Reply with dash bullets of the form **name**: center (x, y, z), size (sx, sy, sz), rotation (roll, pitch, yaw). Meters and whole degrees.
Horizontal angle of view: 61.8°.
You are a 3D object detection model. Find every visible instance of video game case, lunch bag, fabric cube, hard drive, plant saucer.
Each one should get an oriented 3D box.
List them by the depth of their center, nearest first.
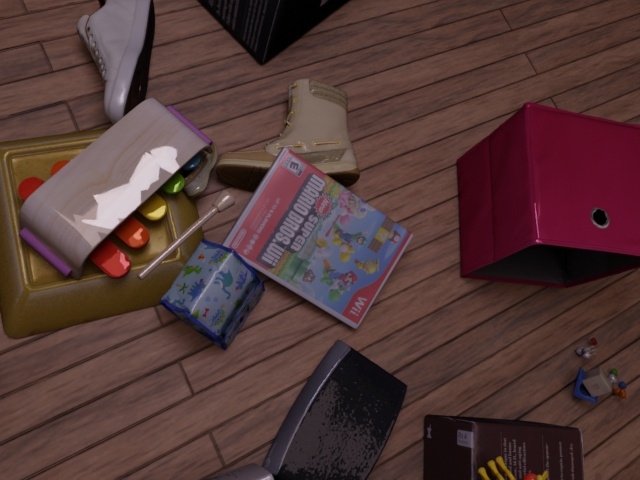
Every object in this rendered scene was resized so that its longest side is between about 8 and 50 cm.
- **lunch bag**: center (-0.160, 0.094, 0.870), size (0.096, 0.151, 0.129), rotation (18, 66, 34)
- **plant saucer**: center (-0.367, -0.045, 0.873), size (0.332, 0.081, 0.333), rotation (-13, 78, -19)
- **hard drive**: center (0.034, 0.313, 0.898), size (0.172, 0.054, 0.255), rotation (35, 68, -4)
- **video game case**: center (0.000, 0.000, 0.939), size (0.285, 0.025, 0.204), rotation (33, 86, -16)
- **fabric cube**: center (0.432, -0.068, 1.012), size (0.254, 0.259, 0.258), rotation (8, 73, -13)

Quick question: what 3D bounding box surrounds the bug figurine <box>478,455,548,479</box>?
- **bug figurine**: center (0.276, 0.463, 0.747), size (0.216, 0.072, 0.279), rotation (-29, 98, -11)

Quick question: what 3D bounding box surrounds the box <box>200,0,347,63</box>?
- **box**: center (-0.086, -0.699, 1.025), size (0.472, 0.297, 0.480), rotation (47, 68, -1)

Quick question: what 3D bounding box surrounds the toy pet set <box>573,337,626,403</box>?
- **toy pet set**: center (0.544, 0.276, 1.065), size (0.122, 0.065, 0.114), rotation (57, 34, 2)

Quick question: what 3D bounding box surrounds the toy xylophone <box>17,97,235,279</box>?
- **toy xylophone**: center (-0.285, -0.070, 0.816), size (0.322, 0.081, 0.236), rotation (-40, 88, -22)

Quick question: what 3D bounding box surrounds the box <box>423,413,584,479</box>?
- **box**: center (0.299, 0.386, 0.890), size (0.203, 0.168, 0.167), rotation (8, 75, -13)

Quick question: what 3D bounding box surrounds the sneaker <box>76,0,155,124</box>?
- **sneaker**: center (-0.368, -0.318, 0.940), size (0.123, 0.106, 0.290), rotation (3, 59, -10)

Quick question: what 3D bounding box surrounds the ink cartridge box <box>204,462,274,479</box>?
- **ink cartridge box**: center (-0.163, 0.439, 0.743), size (0.232, 0.168, 0.171), rotation (-14, 78, -20)

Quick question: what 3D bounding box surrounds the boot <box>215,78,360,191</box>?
- **boot**: center (-0.064, -0.199, 0.998), size (0.262, 0.095, 0.203), rotation (-2, 71, -9)

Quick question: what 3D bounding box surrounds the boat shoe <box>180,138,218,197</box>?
- **boat shoe**: center (-0.216, -0.138, 0.939), size (0.050, 0.045, 0.135), rotation (-17, 47, 21)
